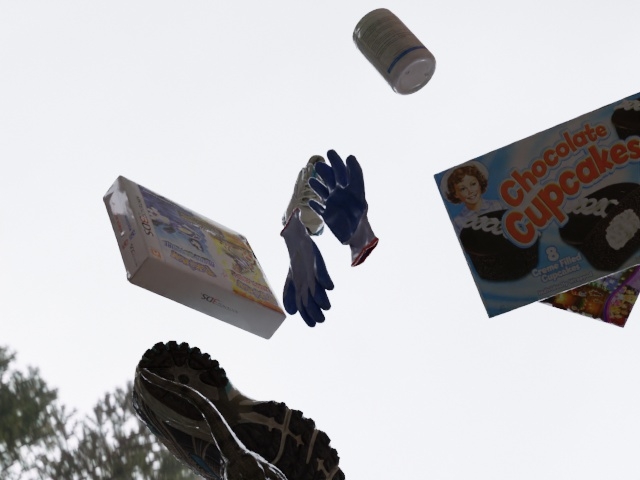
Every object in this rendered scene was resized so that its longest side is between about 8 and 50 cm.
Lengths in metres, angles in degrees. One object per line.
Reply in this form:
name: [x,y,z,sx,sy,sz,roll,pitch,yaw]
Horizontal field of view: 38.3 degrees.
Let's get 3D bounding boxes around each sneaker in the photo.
sneaker: [-0.094,0.231,1.042,0.283,0.122,0.110,39,-132,7]
sneaker: [-0.020,-0.078,1.493,0.071,0.083,0.190,10,-146,-4]

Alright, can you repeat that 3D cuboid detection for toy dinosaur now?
toy dinosaur: [-0.064,0.223,0.862,0.064,0.118,0.268,-41,-115,-7]

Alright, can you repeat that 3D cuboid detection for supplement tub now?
supplement tub: [0.096,-0.247,1.207,0.071,0.071,0.107,-22,-123,-20]

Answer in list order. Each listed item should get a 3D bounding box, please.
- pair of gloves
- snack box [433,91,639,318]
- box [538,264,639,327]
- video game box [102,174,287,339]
pair of gloves: [0.000,0.000,1.057,0.023,0.198,0.159,10,-138,-32]
snack box: [0.316,-0.050,1.087,0.322,0.060,0.187,-22,-96,10]
box: [0.479,0.011,1.614,0.201,0.293,0.057,16,-136,11]
video game box: [-0.154,0.020,1.117,0.205,0.048,0.187,27,-159,-36]
